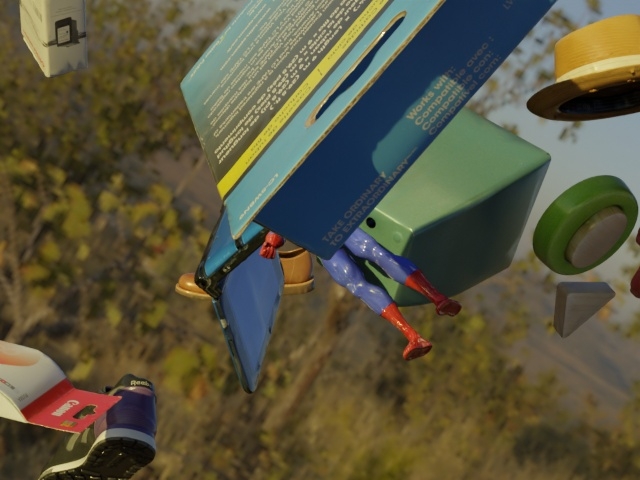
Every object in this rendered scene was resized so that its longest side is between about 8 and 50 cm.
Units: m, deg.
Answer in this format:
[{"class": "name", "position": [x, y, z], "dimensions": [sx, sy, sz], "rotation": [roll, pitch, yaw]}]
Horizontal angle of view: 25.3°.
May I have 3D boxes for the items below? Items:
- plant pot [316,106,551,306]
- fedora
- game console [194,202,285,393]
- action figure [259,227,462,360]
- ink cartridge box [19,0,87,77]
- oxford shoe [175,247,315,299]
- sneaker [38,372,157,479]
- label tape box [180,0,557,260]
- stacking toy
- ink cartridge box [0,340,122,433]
[{"class": "plant pot", "position": [0.113, -0.030, 1.599], "dimensions": [0.166, 0.165, 0.234], "rotation": [32, 37, 22]}, {"class": "fedora", "position": [0.297, -0.177, 1.431], "dimensions": [0.194, 0.079, 0.194], "rotation": [-9, -9, -2]}, {"class": "game console", "position": [-0.044, 0.004, 1.816], "dimensions": [0.173, 0.250, 0.293], "rotation": [42, 27, -17]}, {"class": "action figure", "position": [0.000, 0.000, 1.435], "dimensions": [0.280, 0.091, 0.139], "rotation": [43, 19, 26]}, {"class": "ink cartridge box", "position": [-0.372, -0.318, 1.973], "dimensions": [0.109, 0.063, 0.150], "rotation": [56, -27, 34]}, {"class": "oxford shoe", "position": [-0.114, 0.044, 2.134], "dimensions": [0.212, 0.076, 0.076], "rotation": [-7, 21, -14]}, {"class": "sneaker", "position": [-0.307, 0.280, 2.035], "dimensions": [0.107, 0.124, 0.283], "rotation": [24, -36, -27]}, {"class": "label tape box", "position": [0.033, -0.118, 0.950], "dimensions": [0.106, 0.240, 0.333], "rotation": [37, 11, -22]}, {"class": "stacking toy", "position": [0.404, 0.016, 1.652], "dimensions": [0.130, 0.279, 0.309], "rotation": [54, -11, 39]}, {"class": "ink cartridge box", "position": [-0.332, 0.164, 1.627], "dimensions": [0.179, 0.045, 0.145], "rotation": [9, 12, 10]}]
